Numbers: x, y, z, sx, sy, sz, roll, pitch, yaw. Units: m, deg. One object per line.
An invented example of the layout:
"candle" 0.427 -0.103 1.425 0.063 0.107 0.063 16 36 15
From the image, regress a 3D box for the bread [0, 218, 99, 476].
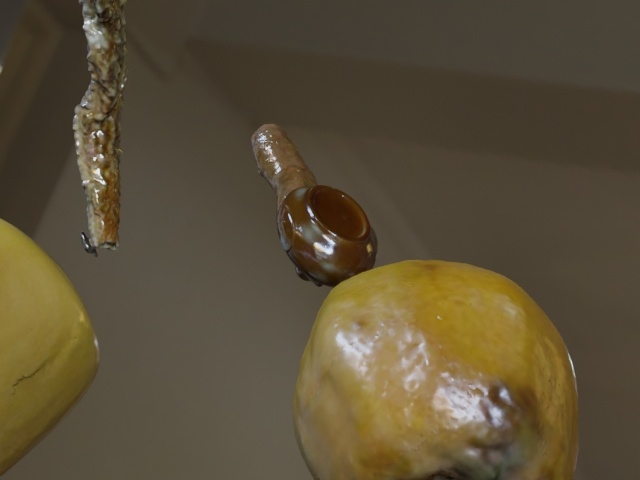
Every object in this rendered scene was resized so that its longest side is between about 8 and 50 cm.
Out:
"bread" -0.226 0.080 0.995 0.147 0.217 0.098 51 -24 -11

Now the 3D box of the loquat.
"loquat" 0.077 0.106 1.109 0.187 0.176 0.234 16 24 -8

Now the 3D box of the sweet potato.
"sweet potato" -0.025 -0.036 2.040 0.067 0.281 0.059 16 -59 -27

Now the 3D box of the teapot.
"teapot" 0.000 0.000 1.628 0.098 0.129 0.078 13 -55 -27

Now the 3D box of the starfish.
"starfish" -0.238 -0.256 1.521 0.132 0.384 0.398 -18 -44 12
